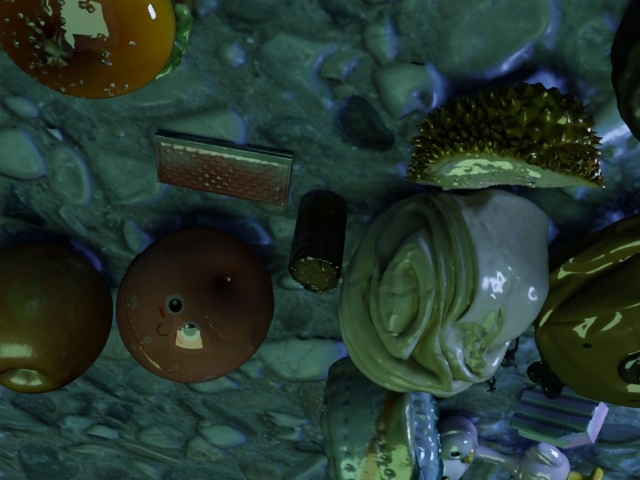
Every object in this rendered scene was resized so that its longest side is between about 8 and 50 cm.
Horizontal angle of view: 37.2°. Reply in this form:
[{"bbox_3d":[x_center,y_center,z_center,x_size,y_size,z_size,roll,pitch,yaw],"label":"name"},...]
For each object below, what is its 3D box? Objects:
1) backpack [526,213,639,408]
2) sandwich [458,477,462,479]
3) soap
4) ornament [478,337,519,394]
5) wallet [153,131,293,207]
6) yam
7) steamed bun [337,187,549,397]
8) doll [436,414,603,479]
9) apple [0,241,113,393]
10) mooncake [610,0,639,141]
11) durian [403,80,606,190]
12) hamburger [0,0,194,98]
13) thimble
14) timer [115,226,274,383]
[{"bbox_3d":[0.474,0.112,1.314,0.378,0.201,0.353,-26,122,31],"label":"backpack"},{"bbox_3d":[0.263,0.449,1.859,0.031,0.044,0.083,19,-179,-2],"label":"sandwich"},{"bbox_3d":[0.407,0.295,1.604,0.149,0.100,0.056,7,152,46],"label":"soap"},{"bbox_3d":[0.278,0.192,1.504,0.073,0.125,0.028,20,135,-6],"label":"ornament"},{"bbox_3d":[-0.139,-0.101,1.355,0.197,0.020,0.103,10,138,2],"label":"wallet"},{"bbox_3d":[-0.002,0.000,1.344,0.079,0.141,0.079,5,137,5],"label":"yam"},{"bbox_3d":[0.137,0.057,1.268,0.203,0.275,0.289,27,147,-30],"label":"steamed bun"},{"bbox_3d":[0.324,0.407,1.757,0.365,0.094,0.160,12,136,-1],"label":"doll"},{"bbox_3d":[-0.461,0.134,1.537,0.254,0.253,0.253,7,138,6],"label":"apple"},{"bbox_3d":[0.435,-0.191,1.043,0.228,0.124,0.228,7,137,6],"label":"mooncake"},{"bbox_3d":[0.220,-0.123,1.169,0.250,0.183,0.137,-6,101,22],"label":"durian"},{"bbox_3d":[-0.266,-0.263,1.093,0.246,0.170,0.246,8,137,7],"label":"hamburger"},{"bbox_3d":[0.107,0.325,1.601,0.167,0.254,0.288,-6,109,15],"label":"thimble"},{"bbox_3d":[-0.189,0.098,1.431,0.230,0.229,0.215,34,135,-23],"label":"timer"}]
